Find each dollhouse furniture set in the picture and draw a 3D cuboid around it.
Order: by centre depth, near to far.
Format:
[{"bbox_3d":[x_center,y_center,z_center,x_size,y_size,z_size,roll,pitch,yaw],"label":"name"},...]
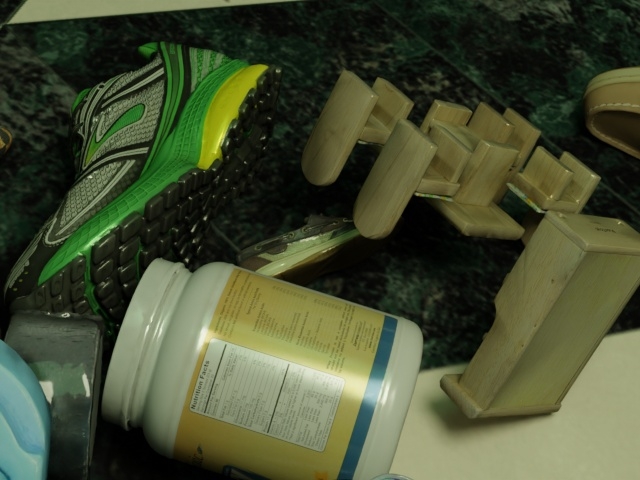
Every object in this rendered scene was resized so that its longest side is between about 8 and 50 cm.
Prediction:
[{"bbox_3d":[0.119,0.002,0.921,0.212,0.161,0.242,5,32,-43],"label":"dollhouse furniture set"}]

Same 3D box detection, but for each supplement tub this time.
[{"bbox_3d":[-0.040,0.099,0.815,0.199,0.144,0.144,17,51,2],"label":"supplement tub"}]

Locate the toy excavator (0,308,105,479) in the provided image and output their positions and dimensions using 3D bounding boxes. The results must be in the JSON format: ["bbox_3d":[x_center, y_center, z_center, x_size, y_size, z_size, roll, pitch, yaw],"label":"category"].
[{"bbox_3d":[-0.241,0.261,0.529,0.222,0.433,0.445,6,10,-8],"label":"toy excavator"}]

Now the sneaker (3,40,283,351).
[{"bbox_3d":[-0.156,-0.043,0.930,0.146,0.134,0.343,18,42,11],"label":"sneaker"}]

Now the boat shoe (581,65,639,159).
[{"bbox_3d":[0.394,-0.063,1.051,0.341,0.122,0.110,21,73,19],"label":"boat shoe"}]

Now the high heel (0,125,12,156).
[{"bbox_3d":[-0.298,0.020,0.881,0.186,0.093,0.261,49,48,3],"label":"high heel"}]

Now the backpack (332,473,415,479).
[{"bbox_3d":[0.081,0.274,0.686,0.253,0.191,0.225,23,53,-1],"label":"backpack"}]

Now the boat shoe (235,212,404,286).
[{"bbox_3d":[0.000,0.000,0.959,0.152,0.056,0.049,-22,65,-26],"label":"boat shoe"}]
